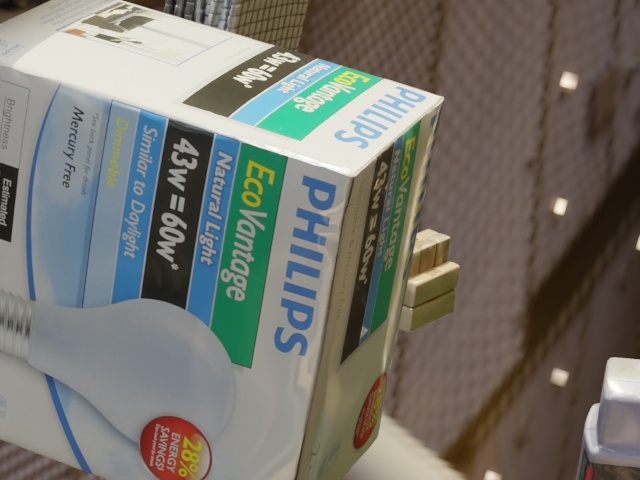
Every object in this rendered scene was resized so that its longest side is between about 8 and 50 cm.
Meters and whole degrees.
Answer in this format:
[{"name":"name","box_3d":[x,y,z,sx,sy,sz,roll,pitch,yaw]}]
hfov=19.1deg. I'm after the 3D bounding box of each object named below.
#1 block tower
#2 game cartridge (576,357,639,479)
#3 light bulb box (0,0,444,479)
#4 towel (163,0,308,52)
[{"name":"block tower","box_3d":[0.000,0.000,2.199,0.097,0.335,0.091,-20,-56,-50]},{"name":"game cartridge","box_3d":[0.317,0.237,1.542,0.355,0.230,0.068,90,-177,-45]},{"name":"light bulb box","box_3d":[-0.122,0.014,1.640,0.225,0.361,0.358,-43,-33,-59]},{"name":"towel","box_3d":[-0.117,-0.309,2.626,0.235,0.121,0.284,-24,-50,-60]}]
